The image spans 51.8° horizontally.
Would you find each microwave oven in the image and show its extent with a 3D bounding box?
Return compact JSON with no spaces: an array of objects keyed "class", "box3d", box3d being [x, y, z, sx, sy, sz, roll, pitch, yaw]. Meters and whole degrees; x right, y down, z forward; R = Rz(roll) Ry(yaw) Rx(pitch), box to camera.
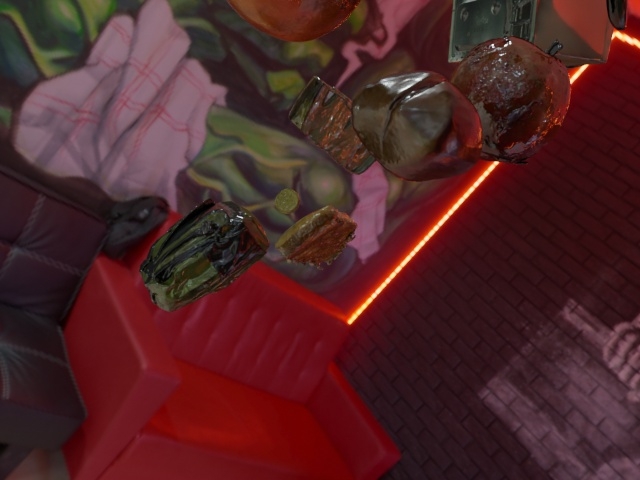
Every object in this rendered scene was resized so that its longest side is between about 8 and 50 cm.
[{"class":"microwave oven","box3d":[0.621,-0.649,1.953,0.332,0.247,0.394,1,10,-25]}]

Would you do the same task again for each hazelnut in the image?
[{"class":"hazelnut","box3d":[0.163,-0.187,1.056,0.212,0.180,0.181,42,-30,29]}]

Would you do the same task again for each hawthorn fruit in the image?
[{"class":"hawthorn fruit","box3d":[0.425,-0.325,1.534,0.316,0.316,0.316,41,6,-6]}]

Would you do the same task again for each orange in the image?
[{"class":"orange","box3d":[-0.044,-0.450,0.998,0.225,0.284,0.284,-4,-25,35]}]

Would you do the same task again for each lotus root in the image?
[{"class":"lotus root","box3d":[0.034,-0.258,1.455,0.234,0.119,0.138,36,15,-29]}]

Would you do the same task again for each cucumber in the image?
[{"class":"cucumber","box3d":[0.686,-0.618,1.536,0.284,0.056,0.056,64,-6,-31]}]

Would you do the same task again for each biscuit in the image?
[{"class":"biscuit","box3d":[-0.108,-0.129,2.168,0.084,0.084,0.023,45,2,22]}]

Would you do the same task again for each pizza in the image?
[{"class":"pizza","box3d":[0.000,0.000,1.608,0.071,0.189,0.297,53,7,22]}]

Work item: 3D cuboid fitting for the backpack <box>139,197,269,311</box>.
[{"class":"backpack","box3d":[-0.233,0.025,1.275,0.140,0.253,0.207,57,-11,-21]}]
